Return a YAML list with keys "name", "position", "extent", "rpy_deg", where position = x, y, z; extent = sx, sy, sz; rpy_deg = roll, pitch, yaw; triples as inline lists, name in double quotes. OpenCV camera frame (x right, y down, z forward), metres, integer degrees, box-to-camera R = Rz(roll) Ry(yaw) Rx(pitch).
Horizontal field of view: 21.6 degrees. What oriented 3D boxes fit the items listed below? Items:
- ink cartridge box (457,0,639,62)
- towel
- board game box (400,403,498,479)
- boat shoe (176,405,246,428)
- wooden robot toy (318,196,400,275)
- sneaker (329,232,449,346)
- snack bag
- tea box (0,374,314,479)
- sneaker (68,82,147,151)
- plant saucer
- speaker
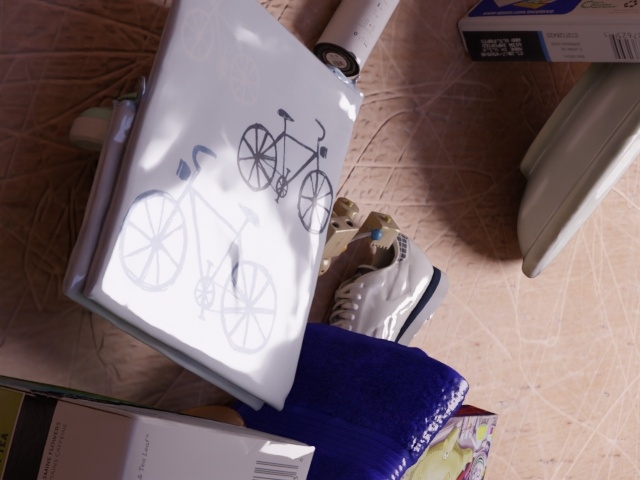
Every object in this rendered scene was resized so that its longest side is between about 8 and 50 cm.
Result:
- name: "ink cartridge box"
  position: [0.362, -0.306, 1.935]
  extent: [0.307, 0.303, 0.072]
  rpy_deg: [-44, 124, -37]
- name: "towel"
  position: [-0.027, 0.206, 1.593]
  extent: [0.308, 0.227, 0.076]
  rpy_deg: [-51, 132, -32]
- name: "board game box"
  position: [0.093, 0.286, 1.827]
  extent: [0.347, 0.056, 0.208]
  rpy_deg: [7, 100, -63]
- name: "boat shoe"
  position: [-0.164, 0.208, 1.527]
  extent: [0.207, 0.073, 0.073]
  rpy_deg: [-23, 92, -33]
- name: "wooden robot toy"
  position: [0.000, 0.000, 1.745]
  extent: [0.173, 0.076, 0.079]
  rpy_deg: [-4, 134, -51]
- name: "sneaker"
  position: [0.043, 0.095, 1.793]
  extent: [0.095, 0.090, 0.235]
  rpy_deg: [46, 58, -24]
- name: "snack bag"
  position: [-0.082, -0.053, 1.489]
  extent: [0.323, 0.037, 0.343]
  rpy_deg: [37, 63, -52]
- name: "tea box"
  position: [-0.218, 0.278, 1.290]
  extent: [0.220, 0.323, 0.329]
  rpy_deg: [18, 83, -52]
- name: "sneaker"
  position: [-0.133, -0.148, 1.514]
  extent: [0.256, 0.094, 0.151]
  rpy_deg: [-9, 108, -60]
- name: "plant saucer"
  position: [0.338, -0.138, 1.994]
  extent: [0.400, 0.100, 0.400]
  rpy_deg: [-49, 171, -11]
- name: "speaker"
  position: [0.046, -0.239, 1.755]
  extent: [0.055, 0.055, 0.136]
  rpy_deg: [52, 56, -41]
